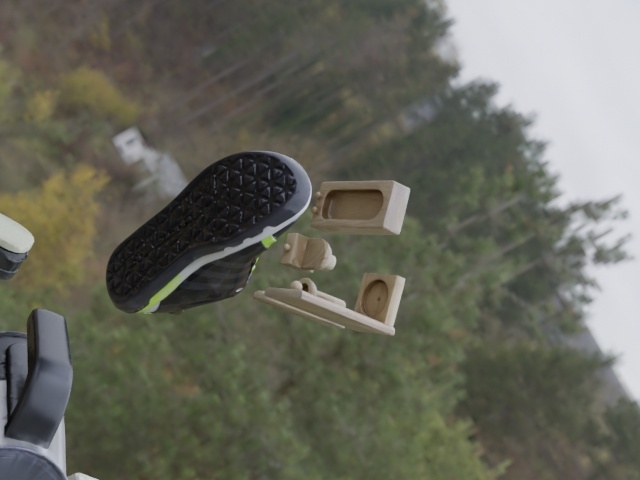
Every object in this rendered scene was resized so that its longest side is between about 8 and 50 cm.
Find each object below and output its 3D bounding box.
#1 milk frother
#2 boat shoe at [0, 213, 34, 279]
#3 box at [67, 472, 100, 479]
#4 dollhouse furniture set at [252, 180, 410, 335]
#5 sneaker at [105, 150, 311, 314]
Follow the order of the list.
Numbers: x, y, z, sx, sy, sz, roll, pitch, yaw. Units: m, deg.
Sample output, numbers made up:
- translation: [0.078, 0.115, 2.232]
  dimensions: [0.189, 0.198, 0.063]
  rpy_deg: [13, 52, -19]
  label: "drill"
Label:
- translation: [-0.235, 0.109, 0.909]
  dimensions: [0.135, 0.143, 0.129]
  rpy_deg: [-112, -151, -59]
  label: "milk frother"
- translation: [-0.290, -0.018, 1.095]
  dimensions: [0.133, 0.042, 0.049]
  rpy_deg: [35, 24, 3]
  label: "boat shoe"
- translation: [-0.169, 0.332, 1.095]
  dimensions: [0.113, 0.094, 0.275]
  rpy_deg: [43, 23, -56]
  label: "box"
- translation: [0.000, 0.000, 1.374]
  dimensions: [0.123, 0.151, 0.144]
  rpy_deg: [23, -13, -38]
  label: "dollhouse furniture set"
- translation: [-0.086, -0.001, 1.209]
  dimensions: [0.097, 0.234, 0.084]
  rpy_deg: [22, 48, -46]
  label: "sneaker"
